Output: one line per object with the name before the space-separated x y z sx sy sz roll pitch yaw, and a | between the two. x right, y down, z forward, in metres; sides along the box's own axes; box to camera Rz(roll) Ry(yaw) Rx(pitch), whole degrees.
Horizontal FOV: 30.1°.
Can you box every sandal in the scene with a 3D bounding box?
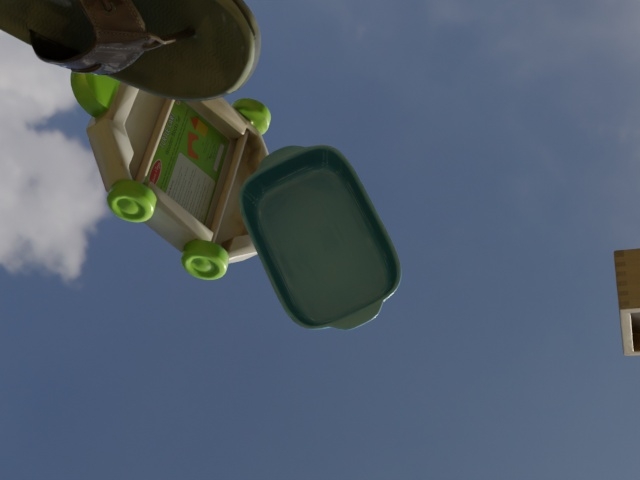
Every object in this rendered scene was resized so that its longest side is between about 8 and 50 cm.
sandal | -0.198 -0.179 0.971 0.302 0.120 0.086 17 -144 1

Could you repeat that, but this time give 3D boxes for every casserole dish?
casserole dish | 0.000 0.000 1.086 0.114 0.037 0.188 -26 -112 -1

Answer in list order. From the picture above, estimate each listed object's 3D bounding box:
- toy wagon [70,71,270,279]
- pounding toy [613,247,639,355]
toy wagon | -0.184 -0.123 1.438 0.068 0.344 0.267 -25 -143 37
pounding toy | 0.388 0.054 1.266 0.141 0.130 0.100 -6 -123 13
